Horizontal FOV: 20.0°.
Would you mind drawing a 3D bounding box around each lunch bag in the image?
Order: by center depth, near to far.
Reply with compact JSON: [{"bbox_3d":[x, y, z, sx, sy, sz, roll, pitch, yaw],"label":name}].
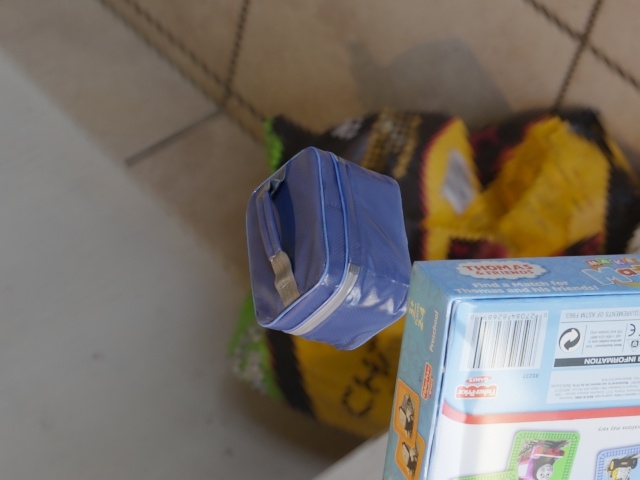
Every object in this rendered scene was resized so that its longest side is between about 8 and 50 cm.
[{"bbox_3d":[0.000,0.000,0.925,0.067,0.065,0.098,-39,45,37],"label":"lunch bag"}]

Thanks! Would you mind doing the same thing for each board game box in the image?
[{"bbox_3d":[0.098,0.108,0.672,0.039,0.160,0.211,-135,47,-60],"label":"board game box"}]
